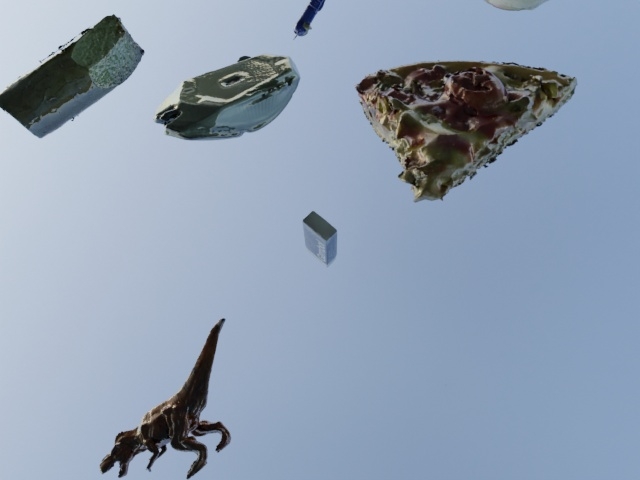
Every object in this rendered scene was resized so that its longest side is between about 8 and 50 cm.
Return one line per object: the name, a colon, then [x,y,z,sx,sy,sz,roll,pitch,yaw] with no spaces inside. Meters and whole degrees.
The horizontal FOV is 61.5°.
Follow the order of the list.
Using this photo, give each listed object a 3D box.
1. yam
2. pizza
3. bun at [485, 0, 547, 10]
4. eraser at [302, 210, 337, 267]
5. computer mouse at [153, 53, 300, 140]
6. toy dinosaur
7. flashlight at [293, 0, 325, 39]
yam: [-0.415,-0.280,0.915,0.106,0.106,0.259,41,-106,19]
pizza: [0.251,-0.229,1.008,0.439,0.130,0.406,4,-135,18]
bun: [0.185,-0.326,0.456,0.116,0.210,0.237,-5,-65,-3]
eraser: [0.000,0.000,1.496,0.092,0.212,0.046,40,-106,16]
computer mouse: [-0.238,-0.373,1.467,0.428,0.146,0.228,-30,-129,-22]
toy dinosaur: [-0.284,0.389,1.174,0.208,0.097,0.432,44,-90,1]
flashlight: [-0.020,-0.477,1.135,0.035,0.057,0.121,30,-63,-16]
